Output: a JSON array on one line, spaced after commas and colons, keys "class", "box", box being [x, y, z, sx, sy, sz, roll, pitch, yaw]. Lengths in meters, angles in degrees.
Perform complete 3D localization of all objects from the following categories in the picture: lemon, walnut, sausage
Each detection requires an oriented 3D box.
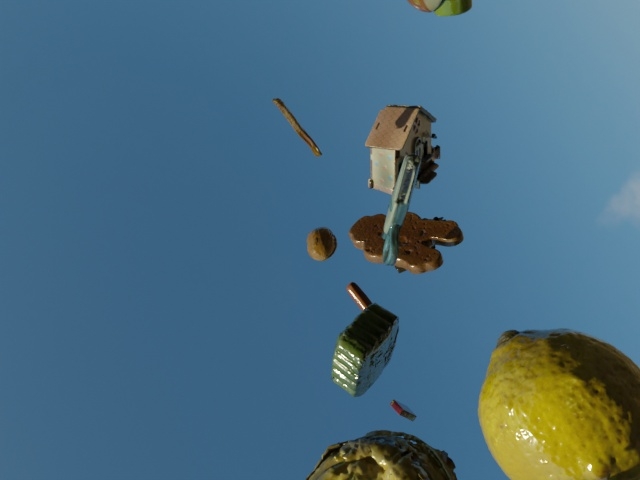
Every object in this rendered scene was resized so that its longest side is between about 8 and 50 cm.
[{"class": "lemon", "box": [0.504, 0.354, 1.057, 0.349, 0.350, 0.387, -9, -117, -37]}, {"class": "walnut", "box": [0.000, 0.000, 1.493, 0.091, 0.052, 0.121, -14, -132, 6]}, {"class": "sausage", "box": [0.131, 0.190, 1.661, 0.041, 0.039, 0.131, -24, -115, -34]}]

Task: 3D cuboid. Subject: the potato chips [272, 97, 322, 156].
[{"class": "potato chips", "box": [-0.064, -0.312, 1.404, 0.204, 0.026, 0.037, 50, -166, -27]}]

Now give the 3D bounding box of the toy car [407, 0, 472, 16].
[{"class": "toy car", "box": [0.182, -0.488, 0.886, 0.235, 0.235, 0.145, -55, -39, -39]}]

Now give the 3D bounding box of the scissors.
[{"class": "scissors", "box": [0.160, -0.068, 1.048, 0.041, 0.289, 0.138, 5, -128, 0]}]

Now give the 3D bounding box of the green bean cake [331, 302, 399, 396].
[{"class": "green bean cake", "box": [0.125, 0.302, 1.423, 0.113, 0.200, 0.214, 27, -139, 27]}]

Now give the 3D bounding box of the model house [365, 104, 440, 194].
[{"class": "model house", "box": [0.279, -0.313, 1.620, 0.326, 0.169, 0.244, -39, -49, -42]}]

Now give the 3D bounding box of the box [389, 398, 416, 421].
[{"class": "box", "box": [0.261, 0.535, 1.610, 0.082, 0.051, 0.023, 36, -89, -38]}]

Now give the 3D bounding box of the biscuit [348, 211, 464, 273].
[{"class": "biscuit", "box": [0.198, -0.003, 1.265, 0.186, 0.295, 0.044, -40, -53, -26]}]

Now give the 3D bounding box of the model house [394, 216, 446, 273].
[{"class": "model house", "box": [0.378, -0.001, 1.968, 0.243, 0.211, 0.204, -22, -70, 1]}]

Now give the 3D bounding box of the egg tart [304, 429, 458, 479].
[{"class": "egg tart", "box": [0.071, 0.375, 0.689, 0.279, 0.279, 0.095, -59, -41, -38]}]
